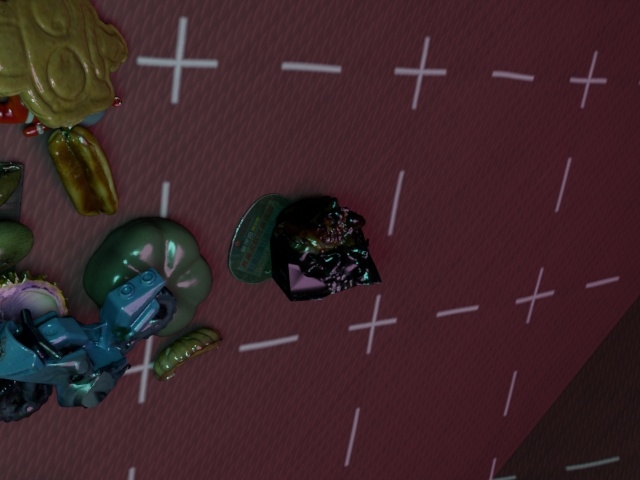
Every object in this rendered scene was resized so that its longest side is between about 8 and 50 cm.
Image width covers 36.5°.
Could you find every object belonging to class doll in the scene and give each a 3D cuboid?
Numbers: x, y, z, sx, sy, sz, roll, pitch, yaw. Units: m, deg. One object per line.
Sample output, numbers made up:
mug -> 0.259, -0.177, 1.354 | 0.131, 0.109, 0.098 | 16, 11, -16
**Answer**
doll -> -0.490, -0.265, 1.823 | 0.245, 0.076, 0.142 | -6, 116, -35

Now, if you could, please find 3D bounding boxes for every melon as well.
melon -> -0.610, 0.013, 1.800 | 0.162, 0.099, 0.099 | -16, 120, -36

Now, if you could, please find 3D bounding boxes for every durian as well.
durian -> -0.602, 0.180, 1.922 | 0.191, 0.112, 0.341 | -26, 134, -41

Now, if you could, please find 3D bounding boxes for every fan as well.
fan -> -0.097, -0.013, 2.330 | 0.294, 0.012, 0.223 | -14, 117, -37

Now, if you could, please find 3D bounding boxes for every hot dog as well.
hot dog -> -0.456, -0.136, 1.884 | 0.100, 0.068, 0.249 | -6, 142, 1

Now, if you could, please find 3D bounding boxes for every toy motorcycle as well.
toy motorcycle -> -0.461, 0.189, 1.851 | 0.416, 0.172, 0.232 | -31, 146, -20

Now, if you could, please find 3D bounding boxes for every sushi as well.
sushi -> -0.001, 0.000, 2.292 | 0.227, 0.215, 0.212 | -10, 111, -16

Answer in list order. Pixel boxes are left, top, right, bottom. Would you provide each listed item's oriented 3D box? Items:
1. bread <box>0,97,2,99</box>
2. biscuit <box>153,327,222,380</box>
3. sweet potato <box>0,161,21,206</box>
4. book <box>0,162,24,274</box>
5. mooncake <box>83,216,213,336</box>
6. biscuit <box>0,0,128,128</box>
bread -> -0.626, -0.284, 1.646 | 0.260, 0.147, 0.160 | -38, 133, -21
biscuit -> -0.303, 0.249, 2.235 | 0.183, 0.061, 0.118 | -29, 168, -28
sweet potato -> -0.720, -0.055, 1.687 | 0.422, 0.130, 0.130 | -10, 116, -37
book -> -0.646, -0.037, 1.831 | 0.160, 0.024, 0.228 | -4, 112, -39
mooncake -> -0.358, 0.082, 2.065 | 0.275, 0.135, 0.275 | -15, 116, -33
biscuit -> -0.463, -0.337, 1.718 | 0.376, 0.051, 0.269 | -25, 105, -59
